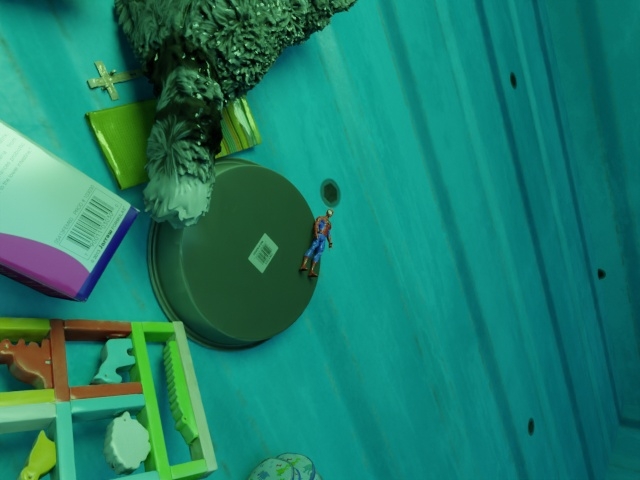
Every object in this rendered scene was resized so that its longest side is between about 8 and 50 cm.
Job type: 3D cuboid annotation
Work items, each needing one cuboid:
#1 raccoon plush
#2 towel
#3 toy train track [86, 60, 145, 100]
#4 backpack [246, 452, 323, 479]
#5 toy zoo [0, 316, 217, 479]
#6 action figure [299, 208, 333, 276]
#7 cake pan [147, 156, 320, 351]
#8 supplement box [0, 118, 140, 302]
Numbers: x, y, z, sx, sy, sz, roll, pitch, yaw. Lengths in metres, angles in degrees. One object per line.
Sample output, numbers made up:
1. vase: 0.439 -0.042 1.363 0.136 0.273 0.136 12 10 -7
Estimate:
1. raccoon plush: -0.102 -0.236 0.633 0.299 0.216 0.447 6 96 -54
2. towel: -0.185 -0.152 0.625 0.237 0.021 0.102 -31 102 -42
3. toy train track: -0.251 -0.207 0.575 0.083 0.014 0.048 -36 112 -41
4. backpack: -0.055 0.368 0.664 0.114 0.104 0.084 -46 120 -43
5. toy zoo: -0.256 0.166 0.454 0.293 0.030 0.192 12 41 -44
6. action figure: 0.000 0.000 0.727 0.038 0.030 0.115 33 62 -34
7. cake pan: -0.105 0.018 0.677 0.293 0.054 0.294 4 84 -45
8. supplement box: -0.312 -0.040 0.431 0.220 0.113 0.111 41 60 -37
